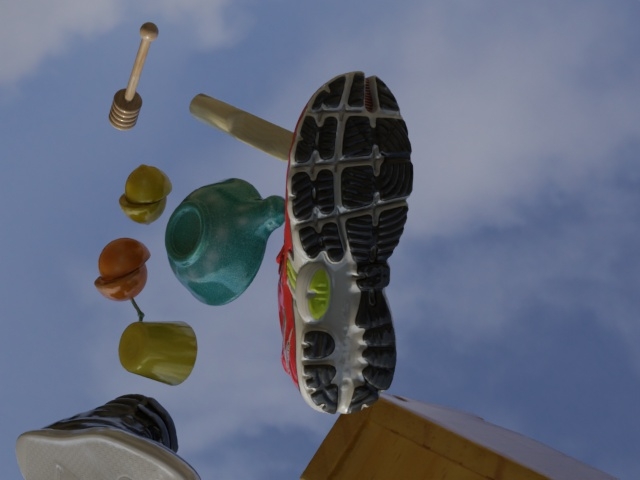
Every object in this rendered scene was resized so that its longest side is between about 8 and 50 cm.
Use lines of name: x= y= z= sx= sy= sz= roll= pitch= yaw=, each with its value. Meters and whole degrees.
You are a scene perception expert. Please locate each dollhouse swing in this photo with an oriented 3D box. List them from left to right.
dollhouse swing: x=0.156 y=0.349 z=1.103 sx=0.347 sy=0.315 sz=0.305 roll=20 pitch=-91 yaw=39

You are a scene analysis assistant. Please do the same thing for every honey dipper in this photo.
honey dipper: x=-0.182 y=-0.164 z=1.154 sx=0.030 sy=0.030 sz=0.161 roll=-63 pitch=-176 yaw=-35

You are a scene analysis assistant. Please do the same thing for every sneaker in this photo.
sneaker: x=-0.193 y=0.225 z=1.261 sx=0.295 sy=0.104 sz=0.147 roll=-1 pitch=-165 yaw=45
sneaker: x=0.000 y=0.000 z=0.952 sx=0.107 sy=0.279 sz=0.118 roll=2 pitch=-171 yaw=-24

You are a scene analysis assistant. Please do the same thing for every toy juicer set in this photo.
toy juicer set: x=-0.122 y=-0.025 z=1.219 sx=0.329 sy=0.089 sz=0.209 roll=-54 pitch=-133 yaw=21
